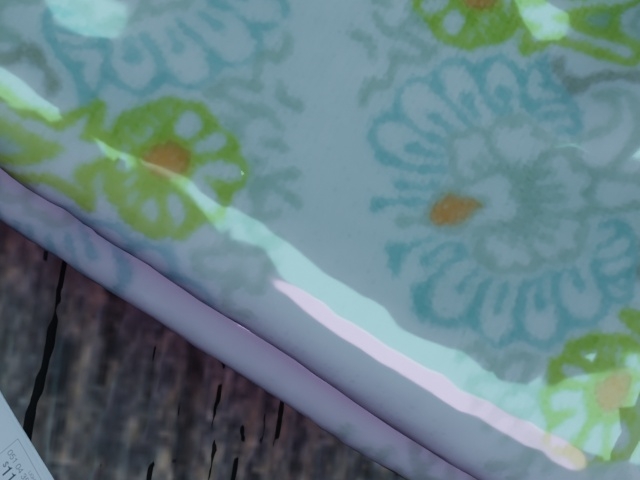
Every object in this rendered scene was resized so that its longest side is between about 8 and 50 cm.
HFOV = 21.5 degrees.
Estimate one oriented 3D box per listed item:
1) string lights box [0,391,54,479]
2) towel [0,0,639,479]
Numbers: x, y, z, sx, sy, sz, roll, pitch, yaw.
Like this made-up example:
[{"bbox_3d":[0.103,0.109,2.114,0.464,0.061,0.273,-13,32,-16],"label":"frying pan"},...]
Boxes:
[{"bbox_3d":[-0.212,0.092,0.457,0.259,0.076,0.133,-41,113,-35],"label":"string lights box"},{"bbox_3d":[0.013,-0.120,0.571,0.374,0.090,0.321,33,68,-9],"label":"towel"}]
